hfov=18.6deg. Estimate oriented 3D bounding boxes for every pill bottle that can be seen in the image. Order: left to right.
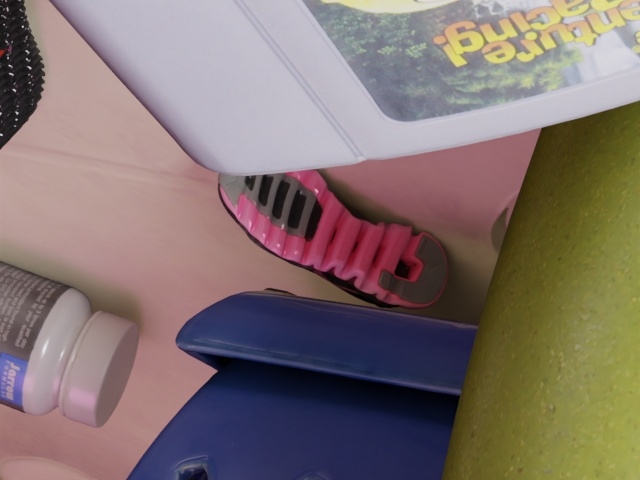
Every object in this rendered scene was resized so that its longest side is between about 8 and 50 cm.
[{"bbox_3d":[-0.179,0.055,1.126,0.137,0.078,0.078,19,153,9],"label":"pill bottle"}]

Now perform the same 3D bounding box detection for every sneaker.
[{"bbox_3d":[-0.175,-0.095,0.895,0.075,0.057,0.161,36,157,15],"label":"sneaker"},{"bbox_3d":[0.000,0.000,0.929,0.119,0.047,0.057,31,164,-11],"label":"sneaker"}]

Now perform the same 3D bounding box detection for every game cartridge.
[{"bbox_3d":[0.053,-0.112,0.555,0.294,0.060,0.196,-17,144,22],"label":"game cartridge"}]

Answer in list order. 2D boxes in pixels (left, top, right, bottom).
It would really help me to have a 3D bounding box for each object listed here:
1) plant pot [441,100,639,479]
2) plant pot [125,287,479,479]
[{"bbox_3d":[0.150,0.109,0.683,0.275,0.293,0.275,26,160,10],"label":"plant pot"},{"bbox_3d":[0.040,0.153,0.943,0.236,0.212,0.236,8,164,29],"label":"plant pot"}]
